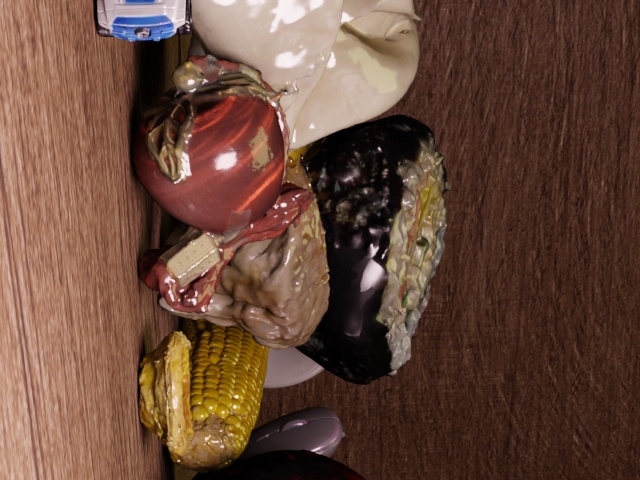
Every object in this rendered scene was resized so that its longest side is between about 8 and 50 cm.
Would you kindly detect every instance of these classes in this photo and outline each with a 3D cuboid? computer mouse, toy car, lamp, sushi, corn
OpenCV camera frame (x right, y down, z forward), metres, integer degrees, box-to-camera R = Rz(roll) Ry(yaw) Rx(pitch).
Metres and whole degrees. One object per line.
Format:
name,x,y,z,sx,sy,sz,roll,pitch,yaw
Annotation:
computer mouse,-0.080,0.266,1.726,0.057,0.232,0.120,56,6,-19
toy car,-0.150,-0.254,1.254,0.070,0.080,0.171,87,2,-75
lamp,-0.108,-0.061,1.457,0.223,0.215,0.151,57,-15,-9
sushi,0.000,0.000,1.902,0.328,0.285,0.329,74,29,-62
corn,-0.124,0.175,1.771,0.322,0.119,0.119,-80,170,-64

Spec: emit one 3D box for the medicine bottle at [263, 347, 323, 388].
medicine bottle,-0.075,0.034,2.209,0.340,0.208,0.208,-90,179,-50

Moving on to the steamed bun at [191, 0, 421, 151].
steamed bun,-0.022,-0.282,1.614,0.342,0.255,0.368,-109,175,-52

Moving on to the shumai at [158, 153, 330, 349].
shumai,-0.093,0.031,1.645,0.218,0.185,0.184,99,-28,-64

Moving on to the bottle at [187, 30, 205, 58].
bottle,-0.155,-0.189,1.944,0.060,0.060,0.217,87,2,-77

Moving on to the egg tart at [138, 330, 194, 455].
egg tart,-0.154,0.154,1.490,0.130,0.052,0.130,-3,90,-90

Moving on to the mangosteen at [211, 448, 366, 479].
mangosteen,-0.028,0.364,1.546,0.297,0.293,0.297,12,90,-67
